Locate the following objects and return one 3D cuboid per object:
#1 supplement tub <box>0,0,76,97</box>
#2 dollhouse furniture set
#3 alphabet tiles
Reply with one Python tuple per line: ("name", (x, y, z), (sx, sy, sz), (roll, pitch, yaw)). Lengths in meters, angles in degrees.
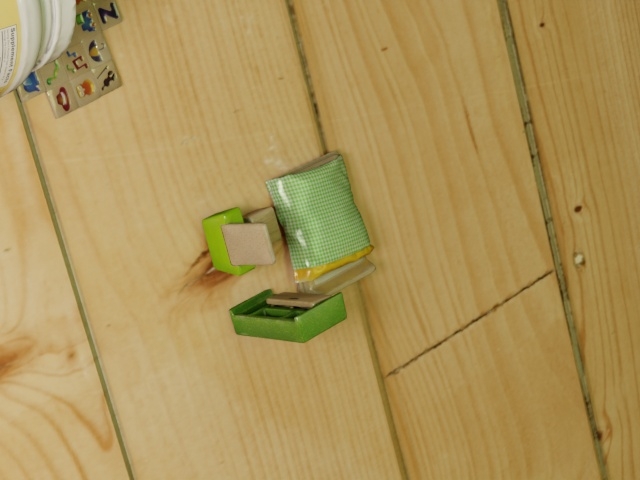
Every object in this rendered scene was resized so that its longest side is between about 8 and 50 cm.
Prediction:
("supplement tub", (-0.469, -0.253, 1.750), (0.331, 0.241, 0.241), (-28, 109, -42))
("dollhouse furniture set", (0.000, 0.000, 2.279), (0.301, 0.151, 0.198), (-28, 109, -42))
("alphabet tiles", (-0.345, -0.291, 2.036), (0.198, 0.009, 0.237), (-34, 114, -40))
